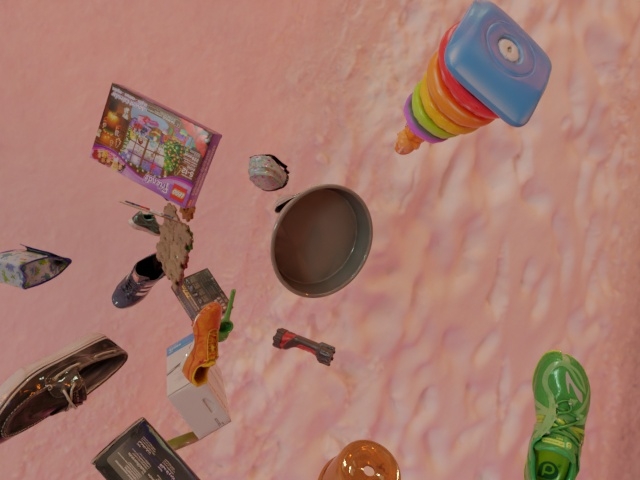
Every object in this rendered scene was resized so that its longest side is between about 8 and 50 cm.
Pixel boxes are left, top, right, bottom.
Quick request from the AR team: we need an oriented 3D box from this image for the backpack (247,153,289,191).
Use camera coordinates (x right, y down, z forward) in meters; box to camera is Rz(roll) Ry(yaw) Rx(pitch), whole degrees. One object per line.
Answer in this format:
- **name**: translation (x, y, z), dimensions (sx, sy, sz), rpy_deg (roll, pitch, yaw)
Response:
- **backpack**: translation (-0.220, -0.274, 1.693), dimensions (0.182, 0.151, 0.115), rpy_deg (48, 33, -64)

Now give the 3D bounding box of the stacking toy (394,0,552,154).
- **stacking toy**: translation (0.213, -0.232, 0.716), dimensions (0.165, 0.302, 0.175), rpy_deg (36, 65, -9)

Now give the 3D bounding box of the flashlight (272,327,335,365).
- **flashlight**: translation (-0.083, 0.519, 2.003), dimensions (0.103, 0.303, 0.103), rpy_deg (-58, 157, -33)

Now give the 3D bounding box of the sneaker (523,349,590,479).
- **sneaker**: translation (0.463, 0.366, 0.799), dimensions (0.123, 0.109, 0.296), rpy_deg (23, 75, -69)

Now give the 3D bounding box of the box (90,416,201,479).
- **box**: translation (-0.126, 0.272, 0.404), dimensions (0.220, 0.175, 0.051), rpy_deg (48, 56, 0)

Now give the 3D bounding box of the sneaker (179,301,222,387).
- **sneaker**: translation (-0.213, 0.197, 0.787), dimensions (0.064, 0.067, 0.175), rpy_deg (-10, 123, -54)

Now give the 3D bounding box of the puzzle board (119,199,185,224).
- **puzzle board**: translation (-0.410, -0.070, 1.015), dimensions (0.096, 0.128, 0.011), rpy_deg (30, 78, -73)

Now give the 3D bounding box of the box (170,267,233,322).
- **box**: translation (-0.532, 0.257, 1.867), dimensions (0.183, 0.059, 0.233), rpy_deg (-26, 74, -46)

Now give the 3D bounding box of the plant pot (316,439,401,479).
- **plant pot**: translation (0.133, 0.783, 1.319), dimensions (0.290, 0.291, 0.204), rpy_deg (-13, 128, -33)

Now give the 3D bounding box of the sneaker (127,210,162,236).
- **sneaker**: translation (-0.669, -0.068, 1.638), dimensions (0.076, 0.065, 0.166), rpy_deg (-46, 149, 13)

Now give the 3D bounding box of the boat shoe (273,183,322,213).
- **boat shoe**: translation (-0.081, -0.172, 1.807), dimensions (0.088, 0.267, 0.096), rpy_deg (-75, 152, -56)

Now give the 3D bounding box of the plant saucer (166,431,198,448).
- **plant saucer**: translation (-0.545, 0.777, 1.586), dimensions (0.240, 0.241, 0.037), rpy_deg (-7, 65, -34)

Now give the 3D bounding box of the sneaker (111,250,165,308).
- **sneaker**: translation (-0.737, 0.154, 1.684), dimensions (0.350, 0.148, 0.131), rpy_deg (-42, 86, 4)

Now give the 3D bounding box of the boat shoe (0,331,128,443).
- **boat shoe**: translation (-0.561, 0.313, 0.905), dimensions (0.335, 0.119, 0.121), rpy_deg (-53, 158, -63)

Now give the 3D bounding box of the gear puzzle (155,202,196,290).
- **gear puzzle**: translation (-0.422, -0.016, 1.241), dimensions (0.044, 0.175, 0.339), rpy_deg (-13, 143, -41)

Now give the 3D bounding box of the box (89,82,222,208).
- **box**: translation (-0.414, -0.236, 1.037), dimensions (0.293, 0.057, 0.201), rpy_deg (27, 105, 7)

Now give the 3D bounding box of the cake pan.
- **cake pan**: translation (0.000, 0.000, 1.042), dimensions (0.292, 0.054, 0.294), rpy_deg (-10, 111, -28)

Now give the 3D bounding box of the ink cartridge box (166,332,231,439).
- **ink cartridge box**: translation (-0.447, 0.516, 1.503), dimensions (0.128, 0.307, 0.223), rpy_deg (-28, 114, -10)

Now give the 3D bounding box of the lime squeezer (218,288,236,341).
- **lime squeezer**: translation (-0.310, 0.265, 1.341), dimensions (0.058, 0.310, 0.110), rpy_deg (22, 55, -12)

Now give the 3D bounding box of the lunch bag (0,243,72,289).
- **lunch bag**: translation (-0.816, 0.066, 1.174), dimensions (0.151, 0.128, 0.097), rpy_deg (-33, 132, -66)
